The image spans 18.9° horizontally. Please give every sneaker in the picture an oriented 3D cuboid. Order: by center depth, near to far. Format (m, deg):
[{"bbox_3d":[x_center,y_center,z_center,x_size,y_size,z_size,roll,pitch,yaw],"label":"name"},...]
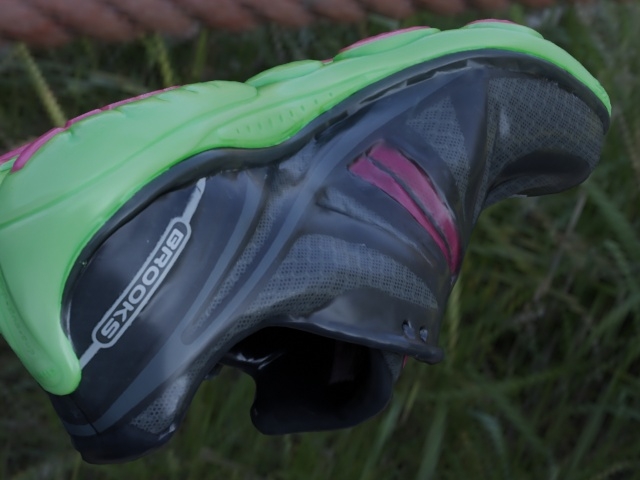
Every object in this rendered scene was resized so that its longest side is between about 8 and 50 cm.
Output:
[{"bbox_3d":[0.000,0.000,1.091,0.482,0.185,0.202,-20,92,-44],"label":"sneaker"}]
